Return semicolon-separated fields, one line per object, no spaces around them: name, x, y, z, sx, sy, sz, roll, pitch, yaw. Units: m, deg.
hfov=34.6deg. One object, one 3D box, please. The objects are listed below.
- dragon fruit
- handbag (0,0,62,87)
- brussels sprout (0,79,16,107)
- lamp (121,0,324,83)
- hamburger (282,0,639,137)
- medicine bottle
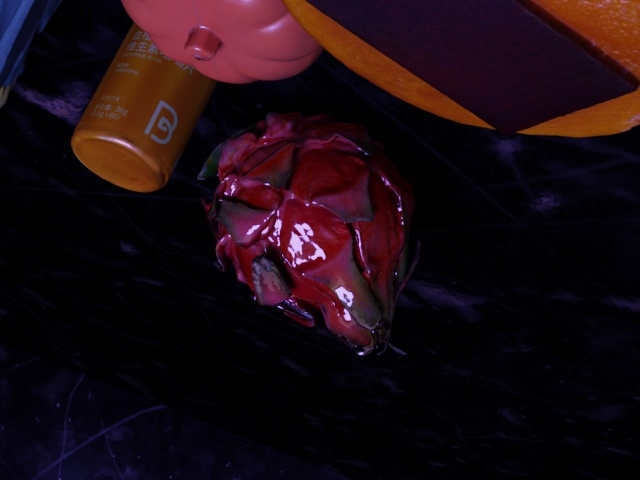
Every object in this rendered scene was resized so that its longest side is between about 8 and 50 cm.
dragon fruit;0.000;0.000;1.077;0.293;0.234;0.234;62;151;3
handbag;-0.203;-0.239;0.718;0.100;0.268;0.274;30;155;-16
brussels sprout;-0.441;-0.227;0.975;0.344;0.268;0.344;28;177;1
lamp;-0.068;-0.206;0.802;0.188;0.163;0.187;16;153;8
hamburger;0.119;-0.204;0.579;0.291;0.225;0.291;23;162;8
medicine bottle;-0.149;-0.147;0.956;0.096;0.191;0.096;19;156;9
